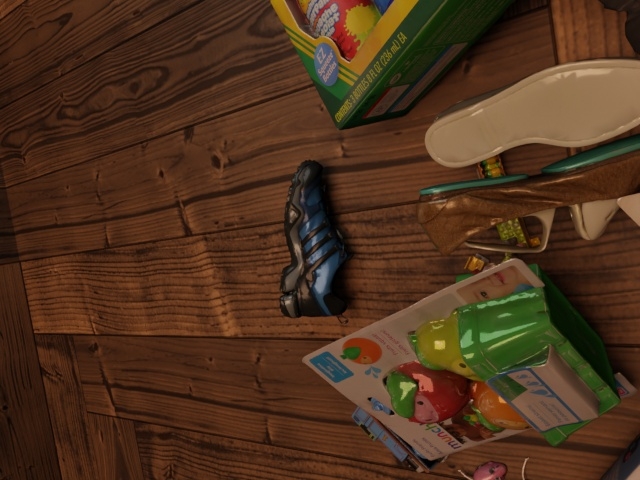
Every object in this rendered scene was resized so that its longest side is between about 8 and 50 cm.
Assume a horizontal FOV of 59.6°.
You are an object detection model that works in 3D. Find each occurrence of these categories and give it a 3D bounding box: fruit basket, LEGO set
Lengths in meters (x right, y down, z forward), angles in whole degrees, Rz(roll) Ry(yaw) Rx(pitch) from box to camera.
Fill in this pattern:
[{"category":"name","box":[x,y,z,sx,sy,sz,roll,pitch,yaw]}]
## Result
[{"category":"fruit basket","box":[0.205,0.201,0.785,0.353,0.165,0.327,-34,117,25]},{"category":"LEGO set","box":[0.254,0.015,0.852,0.132,0.107,0.286,21,110,33]}]

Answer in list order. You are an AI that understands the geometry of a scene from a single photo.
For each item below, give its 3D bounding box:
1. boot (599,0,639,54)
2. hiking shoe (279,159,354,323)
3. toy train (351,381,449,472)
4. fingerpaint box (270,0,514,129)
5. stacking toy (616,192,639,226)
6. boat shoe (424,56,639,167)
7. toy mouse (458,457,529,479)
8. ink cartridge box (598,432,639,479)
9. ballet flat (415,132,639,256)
[{"category":"boot","box":[0.543,-0.297,0.542,0.367,0.146,0.445,50,135,-11]},{"category":"hiking shoe","box":[0.000,0.000,1.064,0.132,0.113,0.303,4,95,6]},{"category":"toy train","box":[0.147,0.339,1.014,0.184,0.080,0.105,42,129,21]},{"category":"fingerpaint box","box":[0.095,-0.433,0.770,0.370,0.163,0.445,64,147,10]},{"category":"stacking toy","box":[0.535,-0.011,0.630,0.280,0.130,0.308,-37,65,31]},{"category":"boat shoe","box":[0.301,-0.188,0.780,0.320,0.099,0.116,-11,118,40]},{"category":"toy mouse","box":[0.310,0.418,0.930,0.161,0.031,0.143,36,117,27]},{"category":"ink cartridge box","box":[0.496,0.390,0.710,0.270,0.151,0.395,37,117,27]},{"category":"ballet flat","box":[0.305,-0.049,0.756,0.343,0.116,0.124,-14,97,9]}]
